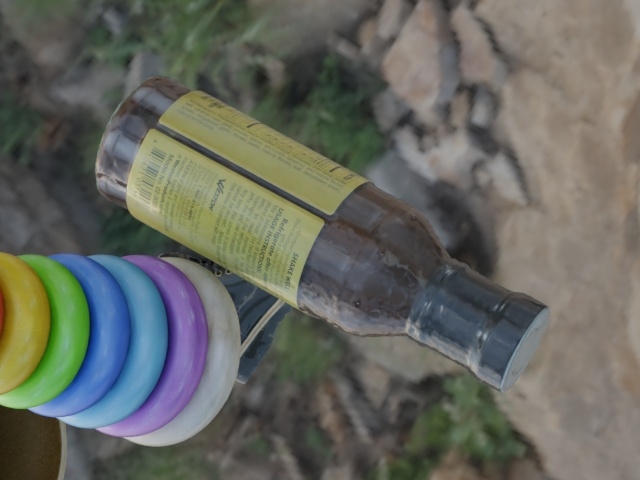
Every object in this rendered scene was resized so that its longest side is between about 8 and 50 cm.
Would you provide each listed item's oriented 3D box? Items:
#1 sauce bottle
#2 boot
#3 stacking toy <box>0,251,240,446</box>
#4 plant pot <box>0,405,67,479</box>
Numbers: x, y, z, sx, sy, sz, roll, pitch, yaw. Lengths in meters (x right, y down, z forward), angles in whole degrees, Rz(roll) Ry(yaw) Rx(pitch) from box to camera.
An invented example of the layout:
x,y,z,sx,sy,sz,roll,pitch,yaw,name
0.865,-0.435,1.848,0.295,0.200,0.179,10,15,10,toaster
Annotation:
x,y,z,sx,sy,sz,roll,pitch,yaw,name
0.000,0.000,1.382,0.344,0.111,0.111,30,143,18,sauce bottle
-0.082,0.021,1.738,0.137,0.077,0.198,29,102,-6,boot
-0.205,0.055,1.288,0.141,0.141,0.330,-6,166,36,stacking toy
-0.387,0.196,1.715,0.237,0.237,0.254,43,150,-16,plant pot
